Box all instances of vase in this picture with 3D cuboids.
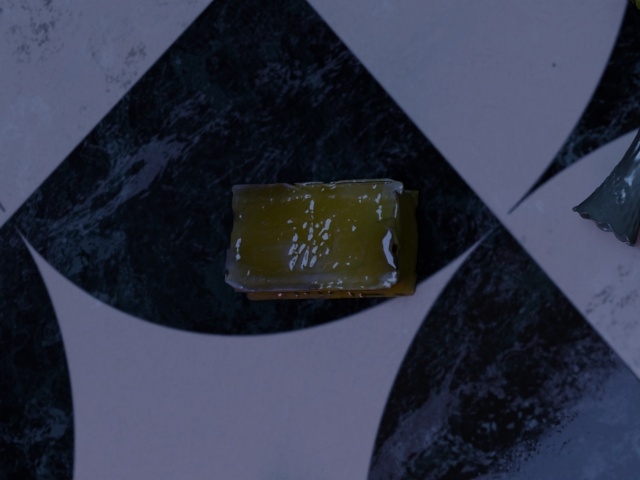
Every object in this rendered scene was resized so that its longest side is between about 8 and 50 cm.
[{"bbox_3d":[0.351,-0.076,1.900,0.081,0.081,0.149,33,93,28],"label":"vase"}]

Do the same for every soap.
[{"bbox_3d":[0.001,0.000,2.062,0.233,0.076,0.135,-2,79,28],"label":"soap"}]

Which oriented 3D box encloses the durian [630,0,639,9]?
[{"bbox_3d":[0.468,-0.279,1.807,0.352,0.169,0.158,30,116,51],"label":"durian"}]
